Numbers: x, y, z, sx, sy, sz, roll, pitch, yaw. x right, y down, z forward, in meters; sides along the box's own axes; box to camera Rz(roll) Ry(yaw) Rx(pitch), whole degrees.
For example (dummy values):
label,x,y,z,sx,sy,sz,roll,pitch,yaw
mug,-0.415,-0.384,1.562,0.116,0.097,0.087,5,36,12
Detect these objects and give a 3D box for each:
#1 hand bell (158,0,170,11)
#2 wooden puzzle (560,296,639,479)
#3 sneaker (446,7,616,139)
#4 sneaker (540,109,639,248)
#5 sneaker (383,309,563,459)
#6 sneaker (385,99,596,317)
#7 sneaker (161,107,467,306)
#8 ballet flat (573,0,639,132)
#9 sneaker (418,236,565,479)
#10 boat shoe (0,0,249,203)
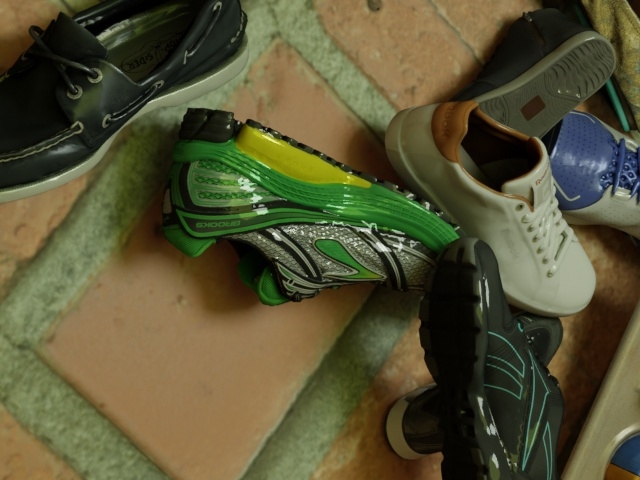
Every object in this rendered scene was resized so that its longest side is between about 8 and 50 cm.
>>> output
label,x,y,z,sx,sy,sz,roll,pitch,yaw
hand bell,-0.153,-0.327,1.445,0.126,0.126,0.242,-10,103,-33
wooden puzzle,0.420,0.213,1.672,0.322,0.080,0.348,26,92,-28
sneaker,0.185,-0.150,1.644,0.222,0.118,0.083,-32,121,-3
sneaker,0.377,-0.051,1.681,0.315,0.182,0.127,29,66,-27
sneaker,0.175,0.140,1.575,0.234,0.106,0.078,-33,103,-31
sneaker,0.192,-0.025,1.552,0.290,0.123,0.106,42,58,-27
sneaker,0.000,0.000,1.486,0.343,0.134,0.146,22,88,-27
ballet flat,0.301,-0.279,1.695,0.123,0.123,0.349,-39,107,-30
sneaker,0.159,0.126,1.470,0.106,0.101,0.267,-9,97,-28
boat shoe,-0.191,-0.146,1.342,0.340,0.127,0.113,-29,143,-32
